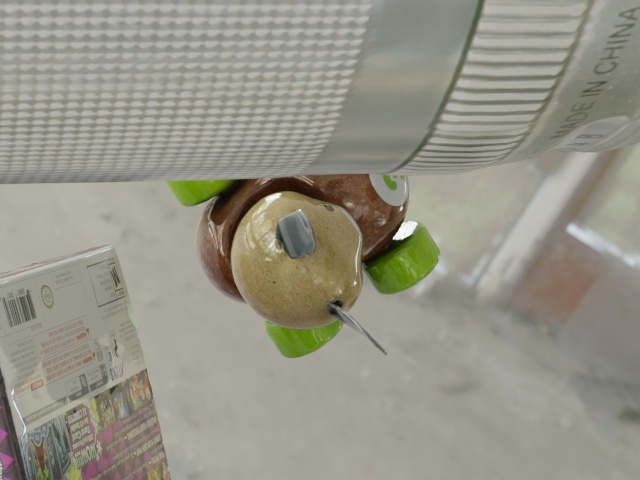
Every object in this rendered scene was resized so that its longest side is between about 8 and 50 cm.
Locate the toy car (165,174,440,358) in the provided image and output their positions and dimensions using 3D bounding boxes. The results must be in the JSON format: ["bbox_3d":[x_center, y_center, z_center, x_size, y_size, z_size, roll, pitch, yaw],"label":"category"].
[{"bbox_3d":[0.000,0.000,1.169,0.155,0.149,0.188,56,-1,-18],"label":"toy car"}]

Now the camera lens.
[{"bbox_3d":[-0.041,-0.121,0.379,0.274,0.219,0.219,-1,29,-13],"label":"camera lens"}]

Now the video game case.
[{"bbox_3d":[-0.145,0.116,1.075,0.232,0.041,0.210,-27,105,-77],"label":"video game case"}]
